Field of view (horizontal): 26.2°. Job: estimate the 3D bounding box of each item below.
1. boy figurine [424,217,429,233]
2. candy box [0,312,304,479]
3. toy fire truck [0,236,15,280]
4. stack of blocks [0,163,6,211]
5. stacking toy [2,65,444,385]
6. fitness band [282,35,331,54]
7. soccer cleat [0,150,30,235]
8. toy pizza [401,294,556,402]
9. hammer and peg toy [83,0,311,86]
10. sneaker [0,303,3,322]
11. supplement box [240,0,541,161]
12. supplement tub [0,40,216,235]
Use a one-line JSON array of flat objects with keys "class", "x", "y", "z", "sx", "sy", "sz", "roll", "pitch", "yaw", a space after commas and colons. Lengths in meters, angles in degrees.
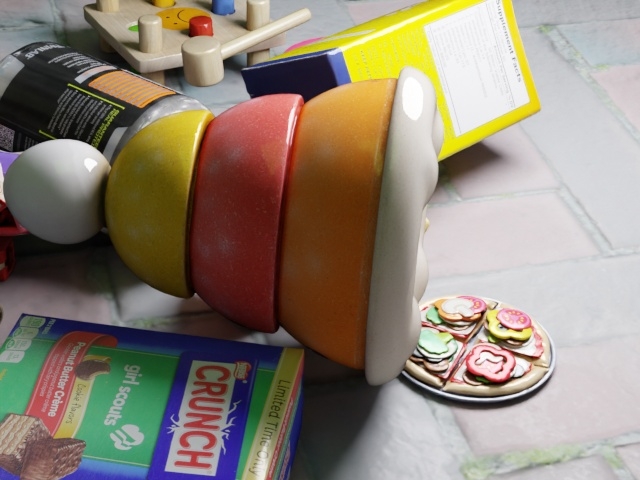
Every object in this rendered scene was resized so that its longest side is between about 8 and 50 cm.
[{"class": "boy figurine", "x": 0.000, "y": 0.000, "z": 1.715, "sx": 0.285, "sy": 0.092, "sz": 0.177, "roll": -15, "pitch": 69, "yaw": -27}, {"class": "candy box", "x": -0.193, "y": 0.211, "z": 1.382, "sx": 0.317, "sy": 0.122, "sz": 0.268, "roll": 8, "pitch": 33, "yaw": 6}, {"class": "toy fire truck", "x": -0.474, "y": 0.046, "z": 1.674, "sx": 0.135, "sy": 0.047, "sz": 0.192, "roll": 14, "pitch": 36, "yaw": 15}, {"class": "stack of blocks", "x": -0.487, "y": -0.103, "z": 1.676, "sx": 0.171, "sy": 0.087, "sz": 0.297, "roll": -38, "pitch": 41, "yaw": 13}, {"class": "stacking toy", "x": -0.113, "y": -0.038, "z": 1.524, "sx": 0.479, "sy": 0.351, "sz": 0.351, "roll": 7, "pitch": 34, "yaw": 6}, {"class": "fitness band", "x": 0.081, "y": -0.260, "z": 2.162, "sx": 0.290, "sy": 0.054, "sz": 0.209, "roll": 0, "pitch": 32, "yaw": -6}, {"class": "soccer cleat", "x": -0.429, "y": -0.061, "z": 1.724, "sx": 0.318, "sy": 0.109, "sz": 0.116, "roll": 6, "pitch": 30, "yaw": 39}, {"class": "toy pizza", "x": 0.179, "y": 0.118, "z": 1.621, "sx": 0.201, "sy": 0.032, "sz": 0.201, "roll": 2, "pitch": 34, "yaw": -1}, {"class": "hammer and peg toy", "x": -0.188, "y": -0.319, "z": 2.152, "sx": 0.266, "sy": 0.127, "sz": 0.361, "roll": -16, "pitch": 35, "yaw": -25}, {"class": "sneaker", "x": -0.465, "y": 0.104, "z": 1.591, "sx": 0.188, "sy": 0.066, "sz": 0.071, "roll": -15, "pitch": 21, "yaw": -32}, {"class": "supplement box", "x": 0.103, "y": -0.207, "z": 1.897, "sx": 0.356, "sy": 0.194, "sz": 0.195, "roll": -26, "pitch": 15, "yaw": -36}, {"class": "supplement tub", "x": -0.270, "y": -0.118, "z": 1.787, "sx": 0.338, "sy": 0.207, "sz": 0.207, "roll": 25, "pitch": 40, "yaw": 29}]
